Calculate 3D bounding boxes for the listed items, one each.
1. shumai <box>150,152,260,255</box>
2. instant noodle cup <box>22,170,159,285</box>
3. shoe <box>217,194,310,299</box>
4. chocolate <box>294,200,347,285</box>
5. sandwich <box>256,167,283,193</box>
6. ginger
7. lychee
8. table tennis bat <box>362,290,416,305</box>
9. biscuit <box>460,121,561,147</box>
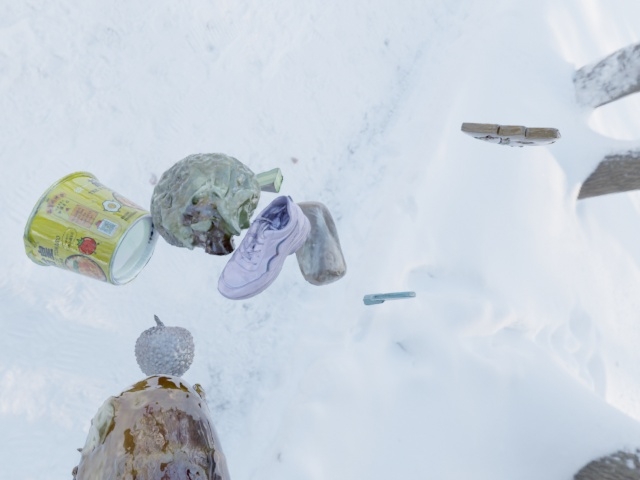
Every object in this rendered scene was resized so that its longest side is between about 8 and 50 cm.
[{"bbox_3d":[-0.248,-0.077,0.899,0.255,0.218,0.189,-31,118,-4],"label":"shumai"},{"bbox_3d":[-0.679,-0.018,1.293,0.254,0.326,0.326,24,60,2],"label":"instant noodle cup"},{"bbox_3d":[-0.121,0.013,0.848,0.245,0.095,0.138,-47,155,-14],"label":"shoe"},{"bbox_3d":[0.002,-0.001,1.203,0.156,0.080,0.254,-9,79,-44],"label":"chocolate"},{"bbox_3d":[-0.202,-0.225,1.513,0.074,0.116,0.074,68,34,-64],"label":"sandwich"},{"bbox_3d":[-0.185,0.309,0.397,0.254,0.176,0.418,37,24,-45],"label":"ginger"},{"bbox_3d":[-0.447,0.306,1.200,0.165,0.165,0.198,7,65,-40],"label":"lychee"},{"bbox_3d":[0.183,0.162,1.178,0.124,0.201,0.033,3,78,-27],"label":"table tennis bat"},{"bbox_3d":[0.180,-0.101,0.401,0.092,0.082,0.016,4,100,-8],"label":"biscuit"}]
